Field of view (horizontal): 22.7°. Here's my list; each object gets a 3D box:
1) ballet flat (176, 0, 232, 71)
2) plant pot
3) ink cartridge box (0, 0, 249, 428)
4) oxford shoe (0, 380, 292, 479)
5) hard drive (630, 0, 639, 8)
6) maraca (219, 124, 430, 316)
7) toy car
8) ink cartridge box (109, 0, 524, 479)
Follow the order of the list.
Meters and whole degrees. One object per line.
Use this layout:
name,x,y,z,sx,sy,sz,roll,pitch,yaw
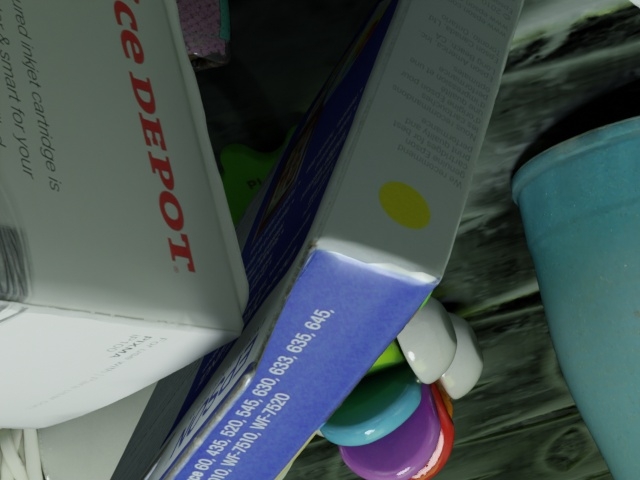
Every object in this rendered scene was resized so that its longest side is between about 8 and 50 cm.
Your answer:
ballet flat,-0.136,-0.061,0.705,0.221,0.079,0.077,-23,160,19
plant pot,0.275,0.066,1.036,0.272,0.255,0.271,-6,167,-1
ink cartridge box,-0.171,-0.053,0.509,0.117,0.207,0.283,-27,157,29
oxford shoe,-0.228,0.173,1.144,0.449,0.169,0.130,-15,159,11
hard drive,0.302,-0.150,0.867,0.203,0.040,0.307,-26,158,26
maraca,0.000,0.000,0.957,0.127,0.099,0.185,-17,136,13
toy car,0.049,0.129,1.270,0.159,0.136,0.182,-21,160,14
ink cartridge box,-0.023,0.046,0.728,0.072,0.307,0.303,28,134,-9
